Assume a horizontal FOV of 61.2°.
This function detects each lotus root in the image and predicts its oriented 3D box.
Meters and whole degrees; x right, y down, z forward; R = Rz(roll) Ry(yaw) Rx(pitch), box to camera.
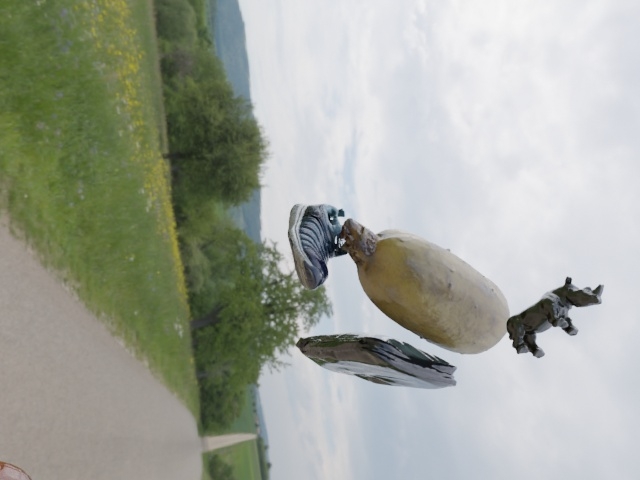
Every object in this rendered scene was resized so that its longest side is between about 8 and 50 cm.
[{"bbox_3d":[0.165,0.077,0.890,0.151,0.342,0.169,-60,-160,1],"label":"lotus root"}]

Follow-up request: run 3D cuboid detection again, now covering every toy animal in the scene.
[{"bbox_3d":[0.306,0.094,0.705,0.135,0.047,0.065,-42,-147,23],"label":"toy animal"}]

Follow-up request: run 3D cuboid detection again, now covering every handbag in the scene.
[{"bbox_3d":[0.088,0.215,0.988,0.332,0.191,0.075,-19,-127,65],"label":"handbag"}]

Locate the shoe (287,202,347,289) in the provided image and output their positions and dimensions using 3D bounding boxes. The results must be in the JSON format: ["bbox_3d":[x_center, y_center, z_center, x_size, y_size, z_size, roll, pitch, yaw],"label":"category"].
[{"bbox_3d":[0.000,0.000,0.915,0.207,0.106,0.091,-85,166,-56],"label":"shoe"}]

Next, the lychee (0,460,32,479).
[{"bbox_3d":[-0.589,0.507,0.919,0.255,0.300,0.255,-5,90,-84],"label":"lychee"}]
